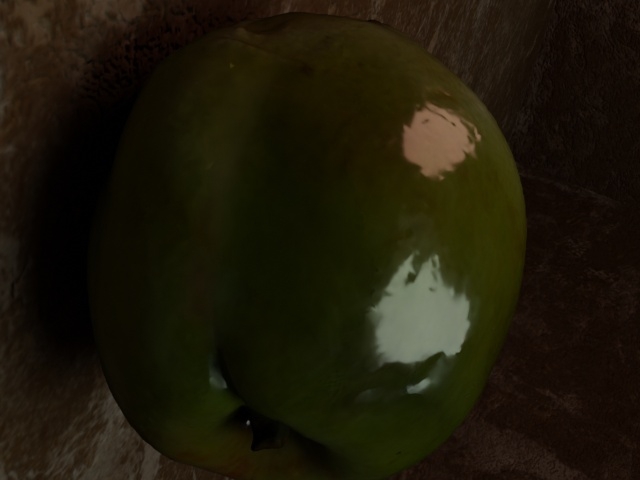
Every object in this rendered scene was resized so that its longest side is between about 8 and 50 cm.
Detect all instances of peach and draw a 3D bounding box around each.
[{"bbox_3d":[-0.002,0.008,0.566,0.314,0.281,0.316,89,21,-45],"label":"peach"}]
